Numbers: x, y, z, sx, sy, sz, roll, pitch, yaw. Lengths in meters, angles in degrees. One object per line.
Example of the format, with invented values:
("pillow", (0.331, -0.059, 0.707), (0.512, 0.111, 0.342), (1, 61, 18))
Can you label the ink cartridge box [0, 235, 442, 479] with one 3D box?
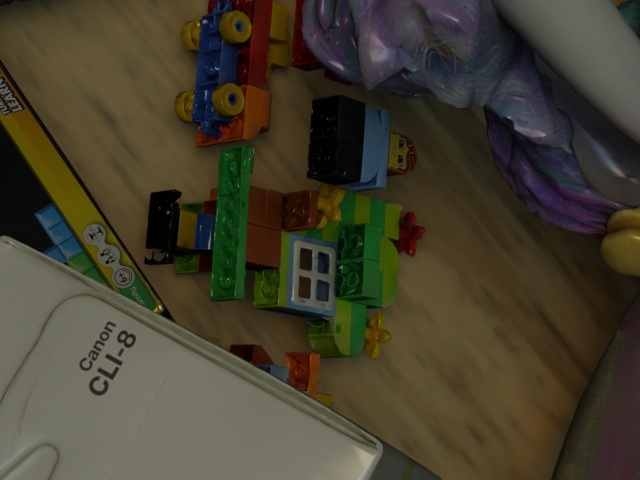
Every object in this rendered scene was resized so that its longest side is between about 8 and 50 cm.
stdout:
("ink cartridge box", (-0.051, 0.096, 0.485), (0.127, 0.176, 0.128), (27, 84, 15))

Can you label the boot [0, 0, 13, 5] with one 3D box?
("boot", (-0.122, -0.203, 0.602), (0.248, 0.090, 0.206), (-15, 88, -33))

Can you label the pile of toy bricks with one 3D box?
("pile of toy bricks", (0.000, 0.000, 0.652), (0.105, 0.118, 0.212), (13, 79, -44))

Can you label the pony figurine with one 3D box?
("pony figurine", (0.158, -0.020, 0.578), (0.363, 0.303, 0.351), (44, 48, -22))

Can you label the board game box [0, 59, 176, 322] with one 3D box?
("board game box", (-0.160, 0.004, 0.614), (0.141, 0.048, 0.170), (-34, 75, -8))
